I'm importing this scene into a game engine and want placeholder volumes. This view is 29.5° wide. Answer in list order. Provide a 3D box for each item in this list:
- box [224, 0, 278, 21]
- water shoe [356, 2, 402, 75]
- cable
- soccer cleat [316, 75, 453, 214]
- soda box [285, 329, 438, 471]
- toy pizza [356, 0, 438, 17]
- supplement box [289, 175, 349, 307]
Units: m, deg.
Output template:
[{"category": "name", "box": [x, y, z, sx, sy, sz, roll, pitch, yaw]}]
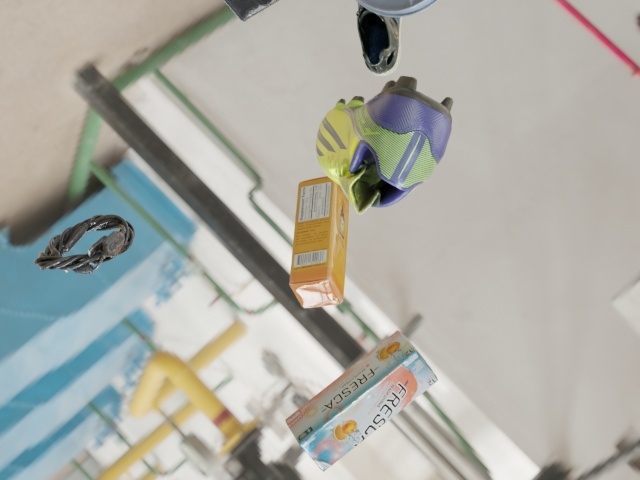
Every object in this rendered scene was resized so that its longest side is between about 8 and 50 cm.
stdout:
[{"category": "box", "box": [-0.019, -0.512, 1.732, 0.296, 0.183, 0.294, -22, -151, 42]}, {"category": "water shoe", "box": [0.093, -0.365, 1.925, 0.073, 0.203, 0.080, -10, 168, 16]}, {"category": "cable", "box": [-0.393, 0.009, 2.039, 0.151, 0.047, 0.184, -10, -155, 18]}, {"category": "soccer cleat", "box": [0.044, -0.080, 1.223, 0.121, 0.093, 0.289, -66, -168, -12]}, {"category": "soda box", "box": [0.050, 0.195, 1.484, 0.183, 0.058, 0.063, -39, -151, -1]}, {"category": "toy pizza", "box": [0.076, -0.303, 1.095, 0.032, 0.201, 0.201, -9, 148, -41]}, {"category": "supplement box", "box": [0.000, 0.000, 2.106, 0.078, 0.080, 0.233, 62, 27, -46]}]
